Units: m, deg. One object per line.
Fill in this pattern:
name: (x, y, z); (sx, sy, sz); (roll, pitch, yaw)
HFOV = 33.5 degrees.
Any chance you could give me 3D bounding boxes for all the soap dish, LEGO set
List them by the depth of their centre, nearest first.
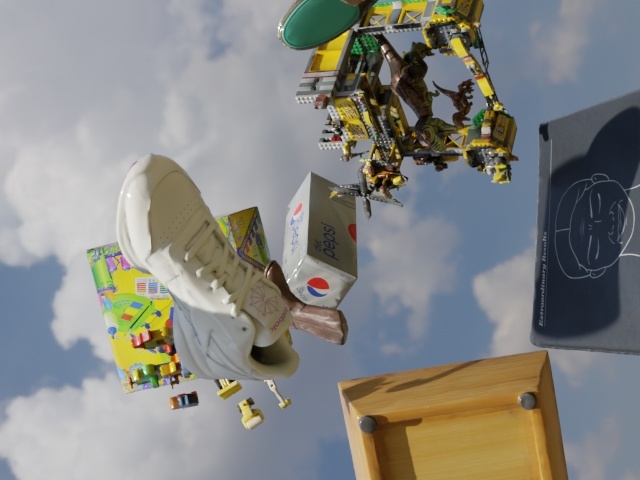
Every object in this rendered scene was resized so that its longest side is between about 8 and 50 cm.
LEGO set: (0.113, -0.150, 1.346); (0.331, 0.254, 0.192); (72, -150, -51)
soap dish: (0.184, 0.284, 1.440); (0.118, 0.290, 0.229); (-75, -25, -75)

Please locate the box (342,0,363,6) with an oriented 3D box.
box: (-0.039, -0.316, 0.986); (0.201, 0.021, 0.165); (9, -121, -55)

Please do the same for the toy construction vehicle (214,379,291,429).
toy construction vehicle: (-0.093, 0.192, 1.396); (0.098, 0.085, 0.035); (61, -175, 17)

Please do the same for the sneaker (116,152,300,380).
sneaker: (-0.106, 0.033, 1.117); (0.114, 0.152, 0.305); (-57, -40, -36)

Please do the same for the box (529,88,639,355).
box: (0.424, -0.014, 1.207); (0.395, 0.211, 0.294); (170, 103, -73)

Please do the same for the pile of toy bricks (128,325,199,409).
pile of toy bricks: (-0.267, 0.219, 1.757); (0.212, 0.105, 0.118); (93, 164, -69)

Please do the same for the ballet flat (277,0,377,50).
ballet flat: (0.031, -0.278, 1.165); (0.070, 0.188, 0.070); (55, -172, -12)

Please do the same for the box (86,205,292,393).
box: (-0.240, 0.109, 1.978); (0.177, 0.289, 0.279); (-27, -76, -75)

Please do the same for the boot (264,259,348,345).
boot: (-0.015, 0.081, 1.359); (0.037, 0.114, 0.106); (-45, -42, -36)

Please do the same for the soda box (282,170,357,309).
soda box: (0.000, 0.000, 1.777); (0.091, 0.098, 0.286); (-57, 15, 27)
